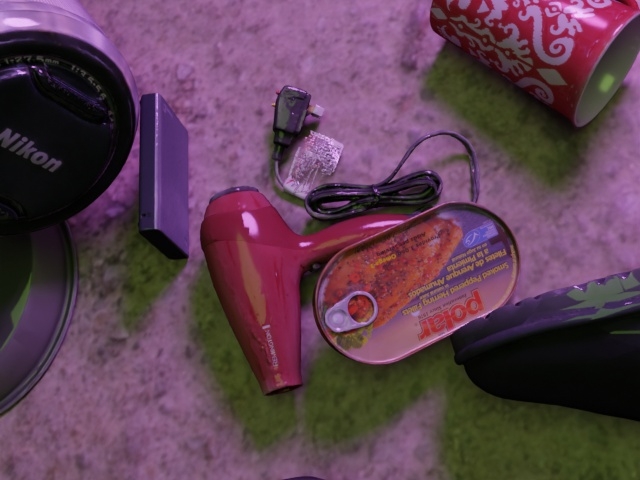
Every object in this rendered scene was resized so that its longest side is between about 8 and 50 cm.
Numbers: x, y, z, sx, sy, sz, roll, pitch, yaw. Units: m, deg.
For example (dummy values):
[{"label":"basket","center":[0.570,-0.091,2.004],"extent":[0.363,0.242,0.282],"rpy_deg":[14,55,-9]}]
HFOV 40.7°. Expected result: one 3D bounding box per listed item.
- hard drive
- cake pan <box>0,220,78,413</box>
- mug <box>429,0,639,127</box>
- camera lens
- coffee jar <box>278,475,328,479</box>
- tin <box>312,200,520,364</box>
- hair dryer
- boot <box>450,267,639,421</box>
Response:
[{"label":"hard drive","center":[-0.148,-0.059,0.821],"extent":[0.022,0.094,0.135],"rpy_deg":[-6,72,8]},{"label":"cake pan","center":[-0.389,0.047,0.861],"extent":[0.293,0.054,0.293],"rpy_deg":[-3,73,11]},{"label":"mug","center":[0.203,-0.196,0.802],"extent":[0.169,0.150,0.113],"rpy_deg":[36,119,23]},{"label":"camera lens","center":[-0.308,-0.154,0.791],"extent":[0.219,0.219,0.274],"rpy_deg":[-39,52,-2]},{"label":"coffee jar","center":[-0.010,0.283,0.687],"extent":[0.079,0.096,0.184],"rpy_deg":[-3,73,8]},{"label":"tin","center":[0.083,0.037,0.748],"extent":[0.189,0.040,0.106],"rpy_deg":[-24,83,-12]},{"label":"hair dryer","center":[0.000,0.000,0.781],"extent":[0.223,0.080,0.293],"rpy_deg":[21,79,16]},{"label":"boot","center":[0.319,0.234,0.624],"extent":[0.367,0.146,0.445],"rpy_deg":[-15,77,13]}]
